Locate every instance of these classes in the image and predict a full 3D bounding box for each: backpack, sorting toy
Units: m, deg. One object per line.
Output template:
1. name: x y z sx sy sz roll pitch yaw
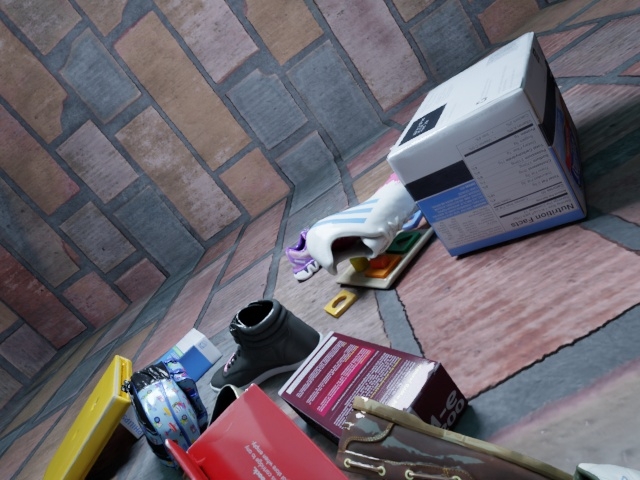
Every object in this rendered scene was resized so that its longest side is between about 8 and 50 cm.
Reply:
1. backpack: -0.277 0.323 0.786 0.117 0.158 0.173 -26 24 -28
2. sorting toy: 0.130 0.027 0.915 0.347 0.047 0.196 -46 18 -25

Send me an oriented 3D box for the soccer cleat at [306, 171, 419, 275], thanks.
1. soccer cleat: 0.131 -0.037 0.877 0.331 0.116 0.143 -30 45 -2

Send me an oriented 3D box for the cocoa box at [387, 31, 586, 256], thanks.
1. cocoa box: 0.314 -0.179 0.771 0.231 0.228 0.347 -23 22 39

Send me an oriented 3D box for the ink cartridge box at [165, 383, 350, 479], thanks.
1. ink cartridge box: -0.025 0.215 0.361 0.134 0.231 0.078 34 65 30

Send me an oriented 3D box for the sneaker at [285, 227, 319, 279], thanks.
1. sneaker: 0.000 0.000 1.157 0.236 0.104 0.095 -40 15 -11

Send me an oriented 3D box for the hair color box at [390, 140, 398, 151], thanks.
1. hair color box: 0.256 -0.208 1.123 0.072 0.141 0.043 -15 28 53

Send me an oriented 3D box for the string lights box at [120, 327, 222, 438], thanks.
1. string lights box: -0.383 0.347 1.060 0.260 0.076 0.133 -44 17 -22

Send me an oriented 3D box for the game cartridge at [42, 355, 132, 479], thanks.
1. game cartridge: -0.546 0.460 0.980 0.323 0.053 0.285 -62 23 -9

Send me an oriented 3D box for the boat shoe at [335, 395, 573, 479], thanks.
1. boat shoe: 0.113 0.203 0.366 0.207 0.073 0.073 7 58 30

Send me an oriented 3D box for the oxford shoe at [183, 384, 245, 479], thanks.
1. oxford shoe: -0.131 0.325 0.506 0.123 0.130 0.348 -34 17 12

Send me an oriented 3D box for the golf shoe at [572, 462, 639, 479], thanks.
1. golf shoe: 0.181 0.212 0.236 0.086 0.069 0.176 13 34 22

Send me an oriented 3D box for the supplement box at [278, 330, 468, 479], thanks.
1. supplement box: 0.054 0.205 0.552 0.130 0.073 0.239 -46 18 -22

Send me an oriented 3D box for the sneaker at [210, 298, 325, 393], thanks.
1. sneaker: -0.143 0.204 0.829 0.296 0.147 0.104 -30 20 28
